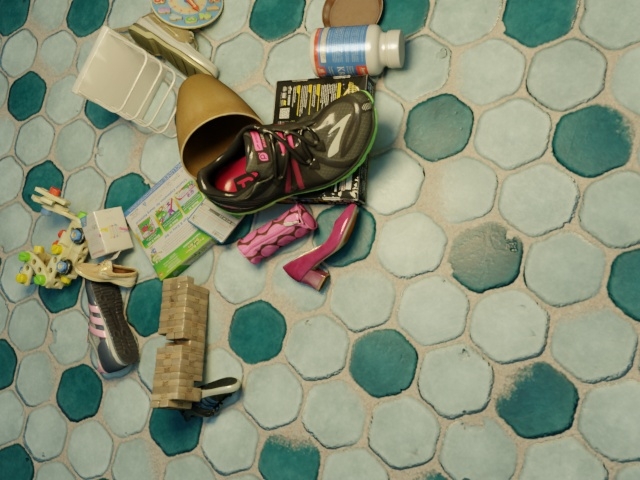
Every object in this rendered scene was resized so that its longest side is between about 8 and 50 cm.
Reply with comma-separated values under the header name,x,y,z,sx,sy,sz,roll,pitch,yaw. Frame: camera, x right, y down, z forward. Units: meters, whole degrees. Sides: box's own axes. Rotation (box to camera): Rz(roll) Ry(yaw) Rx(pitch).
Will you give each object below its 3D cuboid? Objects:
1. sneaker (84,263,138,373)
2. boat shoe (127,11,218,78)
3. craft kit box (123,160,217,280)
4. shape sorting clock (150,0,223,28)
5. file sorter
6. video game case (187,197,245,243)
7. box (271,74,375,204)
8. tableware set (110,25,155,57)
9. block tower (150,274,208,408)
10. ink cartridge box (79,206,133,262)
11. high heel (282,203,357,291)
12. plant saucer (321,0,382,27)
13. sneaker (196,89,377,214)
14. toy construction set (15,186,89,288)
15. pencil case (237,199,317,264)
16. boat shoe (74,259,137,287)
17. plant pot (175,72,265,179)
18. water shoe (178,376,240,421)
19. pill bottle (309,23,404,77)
name,x,y,z,sx,sy,sz,roll,pitch,yaw
sneaker,-0.632,0.227,1.726,0.131,0.112,0.319,-31,68,22
boat shoe,-0.405,-0.560,1.731,0.302,0.113,0.103,35,74,8
craft kit box,-0.404,-0.054,1.700,0.250,0.061,0.246,-38,68,14
shape sorting clock,-0.383,-0.690,1.734,0.206,0.040,0.206,5,64,-10
file sorter,-0.490,-0.417,1.664,0.173,0.278,0.193,31,95,20
video game case,-0.260,-0.086,1.622,0.119,0.015,0.166,32,73,14
box,-0.001,-0.254,1.549,0.257,0.079,0.322,2,84,21
tableware set,-0.567,-0.594,1.845,0.194,0.039,0.128,-2,72,19
block tower,-0.365,0.267,1.584,0.091,0.097,0.335,-11,67,28
ink cartridge box,-0.612,-0.013,1.735,0.092,0.090,0.143,-15,92,42
high heel,0.000,0.000,1.513,0.117,0.082,0.244,29,108,12
plant saucer,0.085,-0.599,1.584,0.168,0.029,0.168,-3,81,21
sneaker,-0.081,-0.196,1.423,0.483,0.202,0.185,-28,74,18
toy construction set,-0.786,0.006,1.800,0.215,0.151,0.327,28,109,24
pencil case,-0.116,-0.015,1.549,0.209,0.098,0.095,-32,102,18
boat shoe,-0.601,0.083,1.706,0.059,0.170,0.063,-62,35,19
plant pot,-0.290,-0.322,1.613,0.237,0.237,0.254,-38,55,14
water shoe,-0.284,0.419,1.590,0.203,0.073,0.080,-21,97,23
pill bottle,0.093,-0.473,1.509,0.222,0.124,0.124,3,84,18
